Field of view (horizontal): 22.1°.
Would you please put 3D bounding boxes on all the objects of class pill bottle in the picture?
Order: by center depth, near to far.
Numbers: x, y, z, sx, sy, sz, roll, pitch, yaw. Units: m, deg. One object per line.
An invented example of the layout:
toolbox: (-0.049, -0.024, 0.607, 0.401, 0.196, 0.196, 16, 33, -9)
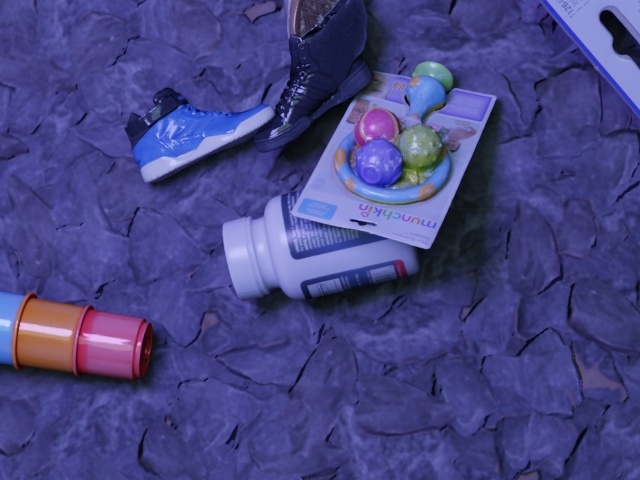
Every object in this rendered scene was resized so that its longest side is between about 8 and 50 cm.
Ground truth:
pill bottle: (0.000, 0.000, 1.617, 0.180, 0.108, 0.108, -13, 80, 5)

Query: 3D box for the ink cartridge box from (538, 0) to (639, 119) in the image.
ink cartridge box: (0.386, -0.267, 1.572, 0.307, 0.072, 0.303, -38, 97, 25)

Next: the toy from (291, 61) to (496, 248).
toy: (0.075, -0.099, 1.580, 0.137, 0.056, 0.237, 14, 42, 14)

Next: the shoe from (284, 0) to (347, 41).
shoe: (0.000, -0.262, 1.684, 0.077, 0.058, 0.219, -3, 93, -8)

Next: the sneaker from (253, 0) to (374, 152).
sneaker: (-0.013, -0.168, 1.635, 0.170, 0.051, 0.089, -36, 108, -8)

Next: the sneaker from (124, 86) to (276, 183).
sneaker: (-0.127, -0.126, 1.676, 0.152, 0.058, 0.084, -25, 88, 9)

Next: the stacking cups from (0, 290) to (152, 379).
stacking cups: (-0.330, 0.094, 1.658, 0.316, 0.096, 0.096, 11, 83, 6)
